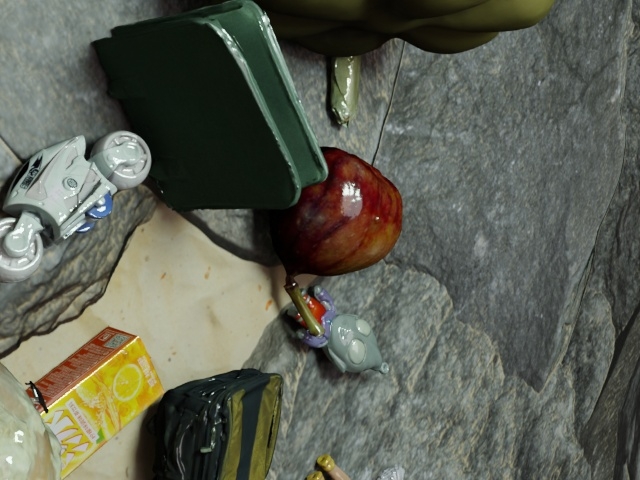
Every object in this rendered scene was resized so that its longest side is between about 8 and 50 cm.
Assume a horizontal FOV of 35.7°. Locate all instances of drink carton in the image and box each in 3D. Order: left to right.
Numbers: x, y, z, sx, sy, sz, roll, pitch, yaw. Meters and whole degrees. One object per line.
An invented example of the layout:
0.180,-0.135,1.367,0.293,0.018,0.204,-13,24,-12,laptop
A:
-0.300,0.207,1.192,0.223,0.071,0.096,-40,124,-36,drink carton

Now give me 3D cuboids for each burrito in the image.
0.040,-0.266,1.528,0.058,0.045,0.188,-4,100,-41,burrito

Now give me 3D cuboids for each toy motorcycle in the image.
-0.302,-0.053,1.149,0.254,0.112,0.112,-46,126,-36,toy motorcycle

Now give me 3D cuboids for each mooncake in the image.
0.086,-0.390,1.274,0.467,0.467,0.262,1,91,-48,mooncake

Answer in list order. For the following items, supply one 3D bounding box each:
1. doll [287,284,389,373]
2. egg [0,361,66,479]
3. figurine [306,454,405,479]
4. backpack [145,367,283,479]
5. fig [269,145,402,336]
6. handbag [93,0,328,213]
0.034,0.153,1.560,0.227,0.075,0.102,41,55,-30,doll
-0.387,0.232,0.962,0.279,0.279,0.310,-16,76,-46,egg
0.069,0.450,1.605,0.175,0.115,0.240,-51,123,-34,figurine
-0.145,0.298,1.344,0.206,0.133,0.258,-10,109,-56,backpack
-0.006,-0.015,1.437,0.249,0.186,0.203,-48,152,9,fig
-0.138,-0.152,1.188,0.079,0.260,0.248,-46,122,-38,handbag
